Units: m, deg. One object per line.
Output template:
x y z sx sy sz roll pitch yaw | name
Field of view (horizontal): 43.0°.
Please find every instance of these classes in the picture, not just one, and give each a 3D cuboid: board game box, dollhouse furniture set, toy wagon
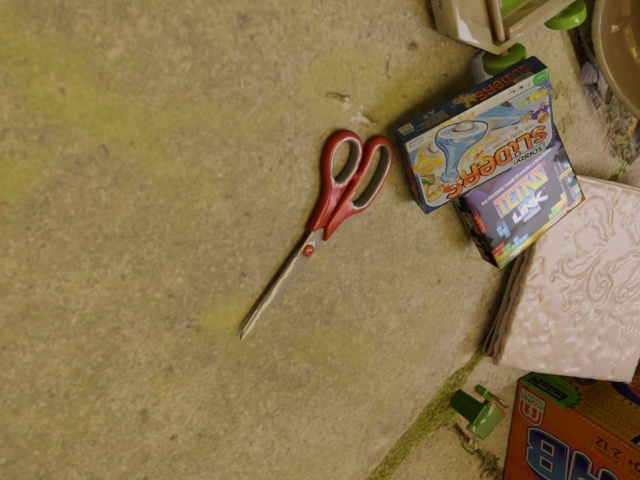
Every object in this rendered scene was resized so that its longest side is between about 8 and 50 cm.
0.201 -0.132 1.037 0.201 0.035 0.136 -29 137 -3 | board game box
0.280 0.296 1.358 0.076 0.058 0.152 -54 134 -3 | dollhouse furniture set
0.590 0.420 1.470 0.356 0.356 0.356 -17 122 -32 | board game box
0.279 -0.066 1.147 0.170 0.048 0.141 -39 122 -9 | board game box
0.269 -0.378 0.994 0.344 0.068 0.267 -37 131 -19 | toy wagon

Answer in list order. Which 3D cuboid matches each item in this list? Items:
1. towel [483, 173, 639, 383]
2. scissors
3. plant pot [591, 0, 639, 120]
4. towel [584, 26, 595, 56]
0.442 0.065 1.322 0.317 0.053 0.331 10 103 -26 | towel
0.000 0.000 1.000 0.109 0.021 0.297 19 98 -45 | scissors
0.595 -0.344 1.123 0.305 0.334 0.333 -46 136 -35 | plant pot
0.482 -0.284 1.248 0.237 0.021 0.102 34 90 -44 | towel
